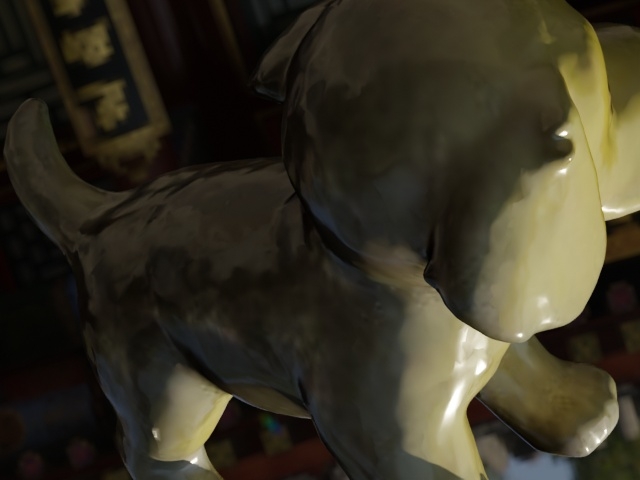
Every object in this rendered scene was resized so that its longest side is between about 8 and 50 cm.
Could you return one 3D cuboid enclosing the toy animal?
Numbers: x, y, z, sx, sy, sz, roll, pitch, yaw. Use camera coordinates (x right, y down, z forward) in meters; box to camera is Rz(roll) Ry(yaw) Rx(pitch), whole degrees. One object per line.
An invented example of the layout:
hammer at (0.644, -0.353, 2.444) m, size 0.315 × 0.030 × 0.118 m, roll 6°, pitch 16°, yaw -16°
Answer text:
toy animal at (0.013, 0.010, 0.551) m, size 0.233 × 0.168 × 0.121 m, roll -13°, pitch -155°, yaw 48°
